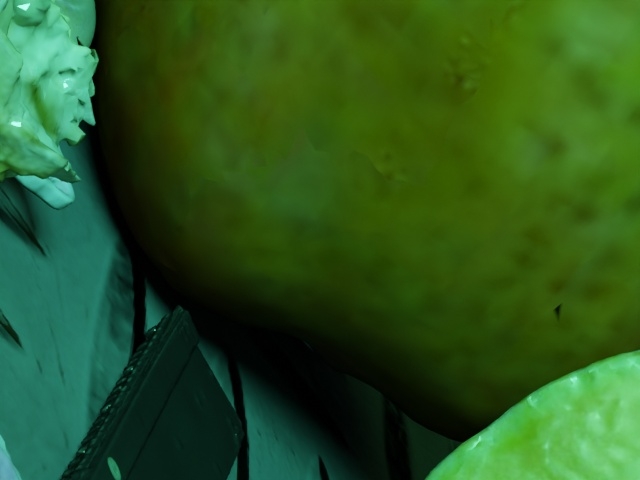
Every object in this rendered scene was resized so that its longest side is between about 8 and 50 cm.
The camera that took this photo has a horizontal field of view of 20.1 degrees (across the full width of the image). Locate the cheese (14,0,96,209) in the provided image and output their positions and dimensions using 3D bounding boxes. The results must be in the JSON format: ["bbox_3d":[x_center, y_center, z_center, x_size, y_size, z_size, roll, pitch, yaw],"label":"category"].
[{"bbox_3d":[-0.147,-0.104,0.807,0.137,0.064,0.227,40,24,-50],"label":"cheese"}]

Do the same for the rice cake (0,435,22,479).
[{"bbox_3d":[-0.116,0.128,0.424,0.106,0.050,0.298,55,13,-8],"label":"rice cake"}]

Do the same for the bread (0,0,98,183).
[{"bbox_3d":[-0.168,-0.138,0.572,0.192,0.171,0.314,26,24,-29],"label":"bread"}]

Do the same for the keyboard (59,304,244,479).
[{"bbox_3d":[-0.069,0.095,0.735,0.072,0.023,0.231,63,13,-12],"label":"keyboard"}]

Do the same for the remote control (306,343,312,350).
[{"bbox_3d":[0.000,0.000,1.140,0.087,0.047,0.244,51,13,-16],"label":"remote control"}]

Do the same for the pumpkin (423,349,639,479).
[{"bbox_3d":[0.182,0.220,0.767,0.332,0.332,0.199,63,3,19],"label":"pumpkin"}]

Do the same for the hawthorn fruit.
[{"bbox_3d":[0.106,-0.145,0.932,0.472,0.471,0.472,53,14,-20],"label":"hawthorn fruit"}]
